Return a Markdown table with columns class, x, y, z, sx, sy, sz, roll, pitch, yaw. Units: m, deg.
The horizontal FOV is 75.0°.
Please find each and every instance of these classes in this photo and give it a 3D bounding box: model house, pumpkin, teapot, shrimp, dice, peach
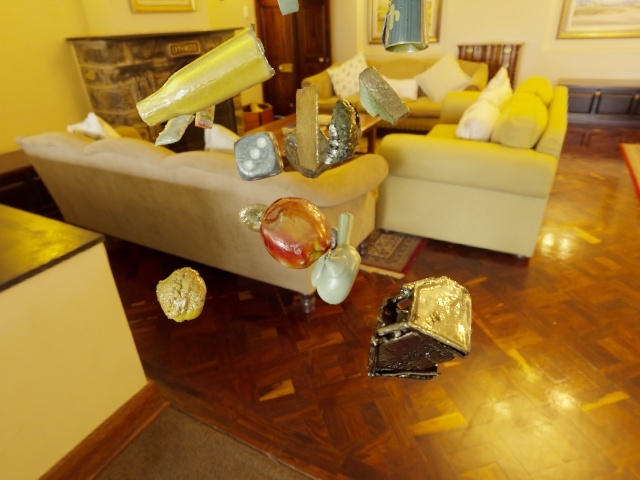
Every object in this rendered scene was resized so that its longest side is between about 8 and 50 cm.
| class | x | y | z | sx | sy | sz | roll | pitch | yaw |
| --- | --- | --- | --- | --- | --- | --- | --- | --- | --- |
| model house | 0.251 | 0.244 | 1.232 | 0.282 | 0.297 | 0.317 | -37 | 19 | 39 |
| pumpkin | 0.095 | -0.444 | 1.633 | 0.111 | 0.163 | 0.279 | 14 | 61 | 23 |
| teapot | 0.065 | 0.072 | 1.472 | 0.149 | 0.220 | 0.318 | 24 | 38 | 2 |
| shrimp | -0.241 | -0.089 | 1.826 | 0.235 | 0.133 | 0.053 | 20 | 16 | -16 |
| dice | -0.267 | -0.363 | 1.818 | 0.183 | 0.183 | 0.181 | -13 | 5 | 6 |
| peach | -0.086 | -0.026 | 1.298 | 0.243 | 0.200 | 0.244 | 24 | 34 | -17 |

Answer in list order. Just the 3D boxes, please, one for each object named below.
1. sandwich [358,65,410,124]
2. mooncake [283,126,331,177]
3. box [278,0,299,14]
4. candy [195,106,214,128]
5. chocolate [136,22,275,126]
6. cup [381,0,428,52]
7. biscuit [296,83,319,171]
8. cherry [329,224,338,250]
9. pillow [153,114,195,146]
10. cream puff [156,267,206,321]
| class | x | y | z | sx | sy | sz | roll | pitch | yaw |
| --- | --- | --- | --- | --- | --- | --- | --- | --- | --- |
| sandwich | 0.283 | -0.610 | 1.863 | 0.099 | 0.254 | 0.289 | -36 | 75 | -1 |
| mooncake | -0.073 | -0.521 | 2.452 | 0.187 | 0.324 | 0.324 | -41 | 41 | -18 |
| box | -0.152 | -1.067 | 1.717 | 0.086 | 0.130 | 0.225 | -16 | -9 | 0 |
| candy | -0.471 | -0.523 | 1.707 | 0.062 | 0.122 | 0.038 | 6 | 3 | -39 |
| chocolate | -0.368 | -0.500 | 1.307 | 0.444 | 0.162 | 0.162 | -24 | 28 | 6 |
| cup | 0.244 | -0.649 | 1.239 | 0.131 | 0.156 | 0.176 | -7 | 16 | -30 |
| biscuit | -0.042 | -0.333 | 1.244 | 0.013 | 0.237 | 0.232 | -4 | 16 | -17 |
| cherry | -0.001 | -0.006 | 1.591 | 0.187 | 0.115 | 0.148 | -5 | 53 | -1 |
| pillow | -0.709 | -0.542 | 2.026 | 0.148 | 0.050 | 0.230 | -9 | 44 | 20 |
| cream puff | -0.467 | 0.177 | 1.380 | 0.129 | 0.189 | 0.189 | 15 | 11 | -42 |
